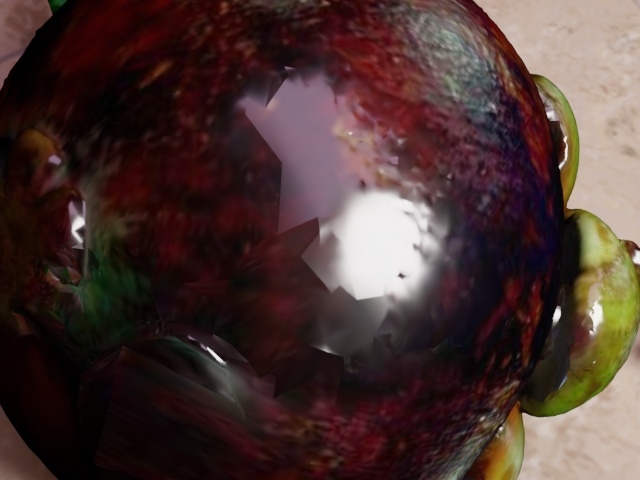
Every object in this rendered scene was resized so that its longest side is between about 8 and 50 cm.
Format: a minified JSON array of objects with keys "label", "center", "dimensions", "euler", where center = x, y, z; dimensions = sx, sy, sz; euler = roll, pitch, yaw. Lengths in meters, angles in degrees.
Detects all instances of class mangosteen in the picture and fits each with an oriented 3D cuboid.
[{"label":"mangosteen","center":[-0.011,0.003,0.745],"dimensions":[0.311,0.311,0.311],"euler":[7,55,-10]}]

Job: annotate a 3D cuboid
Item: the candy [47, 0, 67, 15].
[{"label":"candy","center":[-0.073,-0.088,0.919],"dimensions":[0.141,0.078,0.203],"euler":[-14,75,-10]}]
